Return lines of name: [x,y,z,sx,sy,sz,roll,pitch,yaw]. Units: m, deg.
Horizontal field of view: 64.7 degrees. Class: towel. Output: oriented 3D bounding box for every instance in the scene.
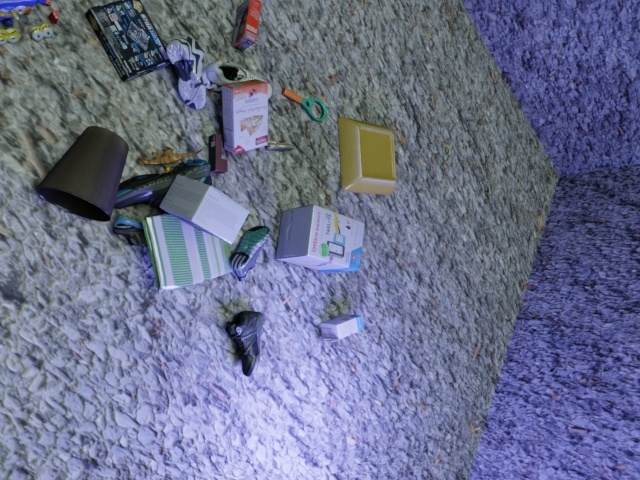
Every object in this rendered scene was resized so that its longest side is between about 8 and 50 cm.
towel: [-0.418,0.017,1.633,0.325,0.038,0.247,-19,100,-58]

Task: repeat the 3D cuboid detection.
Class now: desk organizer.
desk organizer: [-0.357,-0.301,1.761,0.050,0.047,0.130,3,84,-44]

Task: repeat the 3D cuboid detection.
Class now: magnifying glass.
magnifying glass: [-0.061,-0.561,2.063,0.231,0.026,0.092,20,73,-38]

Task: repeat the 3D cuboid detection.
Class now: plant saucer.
plant saucer: [0.231,-0.380,2.267,0.333,0.081,0.332,-1,86,-41]

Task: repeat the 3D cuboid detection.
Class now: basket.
basket: [-0.649,-0.196,1.426,0.204,0.154,0.226,22,65,-16]

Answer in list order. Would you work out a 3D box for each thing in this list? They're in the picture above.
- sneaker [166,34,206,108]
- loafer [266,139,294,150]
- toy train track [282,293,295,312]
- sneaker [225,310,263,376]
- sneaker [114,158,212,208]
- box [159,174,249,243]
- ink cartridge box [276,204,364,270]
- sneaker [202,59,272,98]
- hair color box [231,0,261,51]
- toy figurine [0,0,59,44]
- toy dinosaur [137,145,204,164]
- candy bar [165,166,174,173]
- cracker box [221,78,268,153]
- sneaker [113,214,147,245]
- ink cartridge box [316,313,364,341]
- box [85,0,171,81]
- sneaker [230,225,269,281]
sneaker: [-0.425,-0.576,1.694,0.153,0.094,0.235,-74,151,-47]
loafer: [-0.156,-0.369,1.949,0.125,0.045,0.039,-9,85,-39]
toy train track: [-0.118,0.241,1.940,0.048,0.014,0.083,-43,114,-35]
sneaker: [-0.272,0.354,1.747,0.130,0.087,0.227,14,73,-38]
sneaker: [-0.486,-0.147,1.581,0.341,0.125,0.139,-23,121,-32]
box: [-0.351,-0.095,1.531,0.182,0.181,0.119,36,78,-49]
ink cartridge box: [0.000,0.000,1.945,0.270,0.197,0.198,17,74,-39]
sneaker: [-0.283,-0.567,1.807,0.292,0.118,0.110,4,81,-43]
hair color box: [-0.272,-0.794,1.854,0.053,0.093,0.167,14,76,-39]
toy figurine: [-0.830,-0.620,1.259,0.363,0.217,0.191,-28,104,-40]
toy dinosaur: [-0.467,-0.264,1.609,0.212,0.112,0.064,-14,118,-7]
candy bar: [-0.442,-0.214,1.695,0.162,0.018,0.040,6,85,-42]
cracker box: [-0.263,-0.437,1.779,0.156,0.067,0.232,-26,132,-40]
sneaker: [-0.552,-0.015,1.556,0.188,0.067,0.078,31,98,-44]
ink cartridge box: [0.074,0.352,2.037,0.181,0.104,0.061,-14,94,-42]
box: [-0.594,-0.632,1.580,0.175,0.051,0.220,-40,112,-37]
sneaker: [-0.252,0.042,1.819,0.098,0.083,0.223,88,27,-45]
